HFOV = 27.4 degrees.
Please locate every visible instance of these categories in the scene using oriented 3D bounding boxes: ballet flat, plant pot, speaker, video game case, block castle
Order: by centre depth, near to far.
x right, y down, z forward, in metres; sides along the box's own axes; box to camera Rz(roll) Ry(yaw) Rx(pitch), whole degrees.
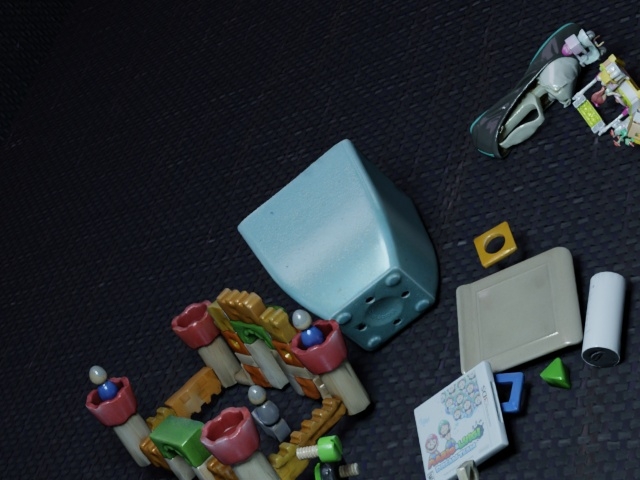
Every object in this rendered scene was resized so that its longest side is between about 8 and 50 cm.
[{"bbox_3d":[0.412,0.115,1.899,0.055,0.055,0.136,-17,43,36],"label":"speaker"},{"bbox_3d":[0.205,0.275,1.935,0.157,0.019,0.143,-41,41,34],"label":"video game case"},{"bbox_3d":[-0.163,0.239,2.169,0.303,0.213,0.453,-43,26,-27],"label":"block castle"},{"bbox_3d":[0.058,0.037,2.211,0.248,0.247,0.252,-38,49,11],"label":"plant pot"},{"bbox_3d":[0.383,-0.249,2.287,0.280,0.095,0.096,-49,43,13],"label":"ballet flat"}]

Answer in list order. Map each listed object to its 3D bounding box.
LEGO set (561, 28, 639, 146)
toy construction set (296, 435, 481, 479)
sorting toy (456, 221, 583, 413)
[{"bbox_3d":[0.471,-0.211,2.123,0.107,0.132,0.287,-41,39,22],"label":"LEGO set"},{"bbox_3d":[0.133,0.426,1.763,0.237,0.257,0.309,-14,64,21],"label":"toy construction set"},{"bbox_3d":[0.307,0.116,2.011,0.196,0.047,0.347,-22,46,26],"label":"sorting toy"}]
